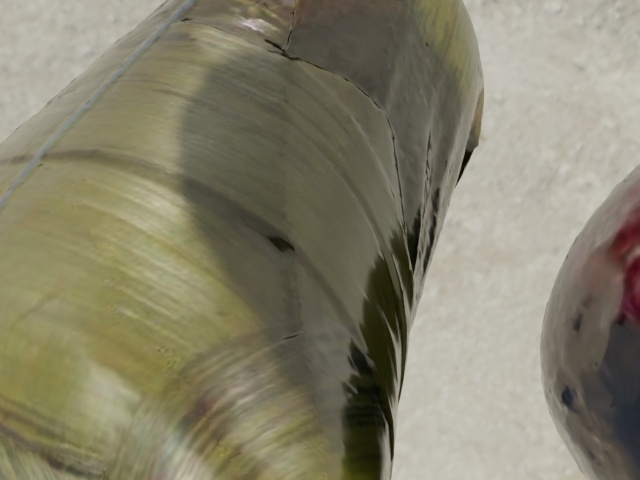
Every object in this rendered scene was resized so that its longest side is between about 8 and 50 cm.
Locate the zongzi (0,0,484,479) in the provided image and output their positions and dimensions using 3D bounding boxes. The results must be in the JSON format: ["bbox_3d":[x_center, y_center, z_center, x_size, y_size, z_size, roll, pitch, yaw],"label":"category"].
[{"bbox_3d":[0.000,0.000,0.451,0.138,0.286,0.300,53,155,-21],"label":"zongzi"}]

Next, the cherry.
[{"bbox_3d":[0.185,0.040,0.571,0.195,0.195,0.195,19,137,19],"label":"cherry"}]
